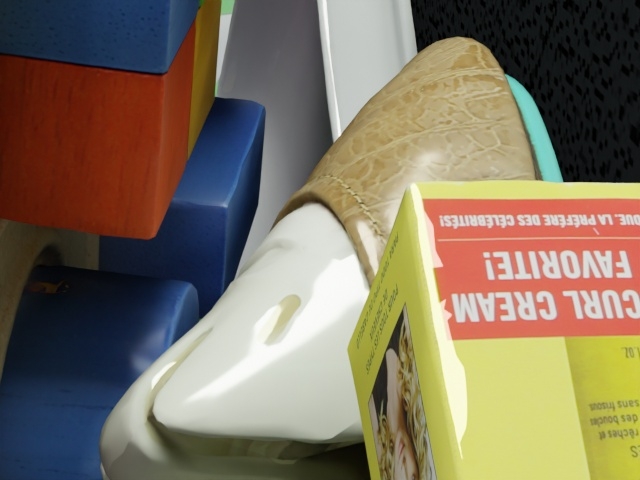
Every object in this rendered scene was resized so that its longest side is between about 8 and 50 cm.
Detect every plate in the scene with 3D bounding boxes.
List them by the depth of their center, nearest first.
[{"bbox_3d":[0.000,0.000,0.743,0.277,0.045,0.278,112,155,-62],"label":"plate"}]

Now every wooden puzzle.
[{"bbox_3d":[-0.062,-0.039,0.604,0.322,0.080,0.348,-77,-2,-62],"label":"wooden puzzle"}]

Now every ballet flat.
[{"bbox_3d":[0.008,0.095,0.475,0.116,0.124,0.342,133,137,-60],"label":"ballet flat"}]

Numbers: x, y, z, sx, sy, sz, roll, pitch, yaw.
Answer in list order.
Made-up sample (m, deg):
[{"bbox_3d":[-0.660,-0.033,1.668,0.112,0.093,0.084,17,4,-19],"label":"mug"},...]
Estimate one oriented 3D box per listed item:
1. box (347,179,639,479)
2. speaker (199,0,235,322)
[{"bbox_3d":[0.063,0.098,0.297,0.058,0.087,0.232,106,161,-52],"label":"box"},{"bbox_3d":[-0.086,-0.006,0.995,0.131,0.131,0.296,-119,29,-69],"label":"speaker"}]
